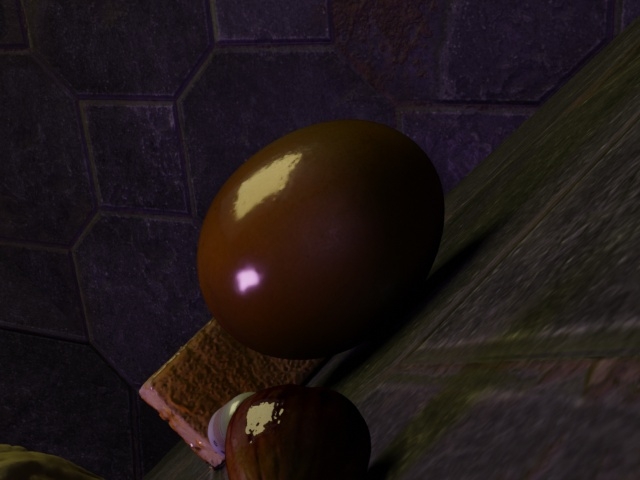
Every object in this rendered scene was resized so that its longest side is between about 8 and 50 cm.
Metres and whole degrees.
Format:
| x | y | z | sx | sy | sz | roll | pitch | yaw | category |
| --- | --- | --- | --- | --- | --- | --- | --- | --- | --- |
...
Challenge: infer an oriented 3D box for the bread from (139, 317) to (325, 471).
| x | y | z | sx | sy | sz | roll | pitch | yaw | category |
| --- | --- | --- | --- | --- | --- | --- | --- | --- | --- |
| -0.127 | 0.204 | 1.266 | 0.275 | 0.185 | 0.114 | -44 | 2 | -26 | bread |

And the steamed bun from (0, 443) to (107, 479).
| x | y | z | sx | sy | sz | roll | pitch | yaw | category |
| --- | --- | --- | --- | --- | --- | --- | --- | --- | --- |
| -0.343 | 0.346 | 0.747 | 0.372 | 0.230 | 0.325 | -40 | 13 | -22 | steamed bun |

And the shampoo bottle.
| x | y | z | sx | sy | sz | roll | pitch | yaw | category |
| --- | --- | --- | --- | --- | --- | --- | --- | --- | --- |
| -0.084 | 0.225 | 0.997 | 0.074 | 0.074 | 0.192 | -43 | -1 | -35 | shampoo bottle |

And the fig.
| x | y | z | sx | sy | sz | roll | pitch | yaw | category |
| --- | --- | --- | --- | --- | --- | --- | --- | --- | --- |
| -0.016 | 0.147 | 0.461 | 0.089 | 0.089 | 0.125 | -46 | 25 | 42 | fig |

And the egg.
| x | y | z | sx | sy | sz | roll | pitch | yaw | category |
| --- | --- | --- | --- | --- | --- | --- | --- | --- | --- |
| 0.000 | 0.000 | 1.031 | 0.351 | 0.282 | 0.282 | -41 | -1 | 13 | egg |
